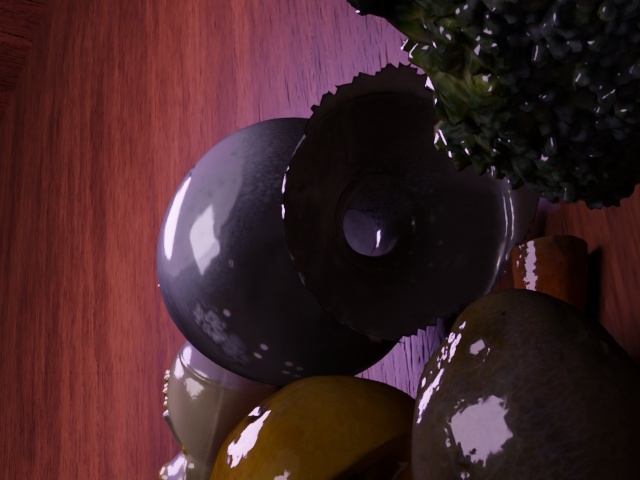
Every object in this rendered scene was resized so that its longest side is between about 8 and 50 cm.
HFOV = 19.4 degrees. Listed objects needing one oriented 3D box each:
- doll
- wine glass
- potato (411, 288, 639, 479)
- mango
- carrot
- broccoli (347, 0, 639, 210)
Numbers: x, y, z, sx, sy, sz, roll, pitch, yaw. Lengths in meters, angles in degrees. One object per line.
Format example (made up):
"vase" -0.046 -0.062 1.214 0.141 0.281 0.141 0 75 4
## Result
"doll" -0.118 0.194 1.930 0.141 0.117 0.296 -101 29 -68
"wine glass" 0.000 0.000 1.510 0.323 0.238 0.238 -15 65 63
"potato" 0.138 0.147 1.186 0.178 0.160 0.235 123 144 -80
"mango" 0.005 0.284 1.467 0.253 0.182 0.365 -154 65 -66
"carrot" 0.163 0.111 1.301 0.057 0.057 0.224 144 129 -63
"broccoli" 0.157 -0.181 1.074 0.338 0.277 0.317 -8 -96 -68
